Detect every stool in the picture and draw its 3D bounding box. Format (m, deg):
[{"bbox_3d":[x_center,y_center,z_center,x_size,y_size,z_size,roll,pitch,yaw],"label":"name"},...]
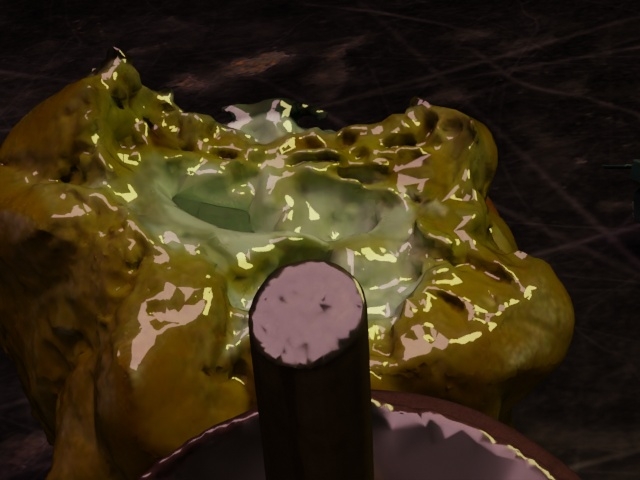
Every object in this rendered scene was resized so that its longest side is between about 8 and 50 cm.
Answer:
[{"bbox_3d":[0.012,0.162,0.773,0.272,0.178,0.272,-2,64,3],"label":"stool"}]

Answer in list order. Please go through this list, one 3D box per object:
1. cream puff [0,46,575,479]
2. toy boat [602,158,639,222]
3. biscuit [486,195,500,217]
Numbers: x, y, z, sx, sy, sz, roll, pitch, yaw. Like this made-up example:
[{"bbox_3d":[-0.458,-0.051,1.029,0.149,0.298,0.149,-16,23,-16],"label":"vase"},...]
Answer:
[{"bbox_3d":[-0.043,0.071,1.054,0.323,0.274,0.270,6,60,-4],"label":"cream puff"},{"bbox_3d":[0.304,-0.022,1.269,0.103,0.093,0.246,-1,17,-35],"label":"toy boat"},{"bbox_3d":[0.000,-0.001,1.406,0.262,0.037,0.262,-8,26,4],"label":"biscuit"}]
